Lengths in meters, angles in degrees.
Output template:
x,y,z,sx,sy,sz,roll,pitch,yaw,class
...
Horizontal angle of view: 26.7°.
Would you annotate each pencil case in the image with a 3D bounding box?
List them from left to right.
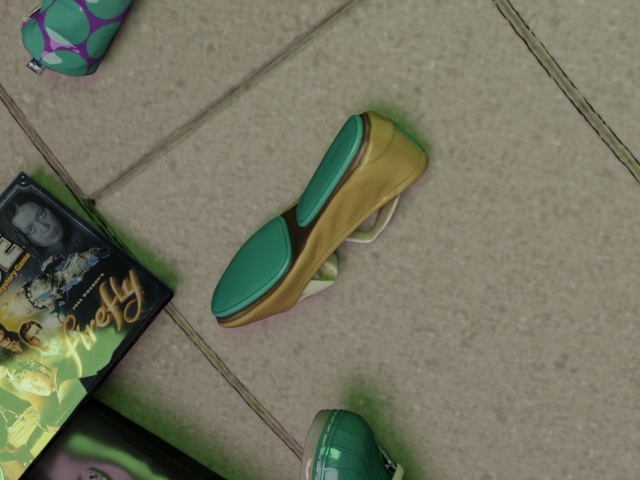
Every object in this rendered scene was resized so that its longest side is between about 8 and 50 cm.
x,y,z,sx,sy,sz,roll,pitch,yaw,class
-0.174,-0.196,1.025,0.070,0.064,0.152,29,122,-12,pencil case

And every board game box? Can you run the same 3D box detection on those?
x,y,z,sx,sy,sz,roll,pitch,yaw,class
-0.261,0.087,1.111,0.165,0.042,0.243,37,77,2,board game box

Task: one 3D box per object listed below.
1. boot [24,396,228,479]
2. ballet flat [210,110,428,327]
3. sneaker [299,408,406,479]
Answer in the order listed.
x,y,z,sx,sy,sz,roll,pitch,yaw,class
-0.294,0.277,1.222,0.445,0.146,0.367,32,115,-3,boot
0.000,0.000,1.044,0.073,0.080,0.232,23,128,-24,ballet flat
0.071,0.265,1.121,0.121,0.108,0.302,-4,120,23,sneaker
